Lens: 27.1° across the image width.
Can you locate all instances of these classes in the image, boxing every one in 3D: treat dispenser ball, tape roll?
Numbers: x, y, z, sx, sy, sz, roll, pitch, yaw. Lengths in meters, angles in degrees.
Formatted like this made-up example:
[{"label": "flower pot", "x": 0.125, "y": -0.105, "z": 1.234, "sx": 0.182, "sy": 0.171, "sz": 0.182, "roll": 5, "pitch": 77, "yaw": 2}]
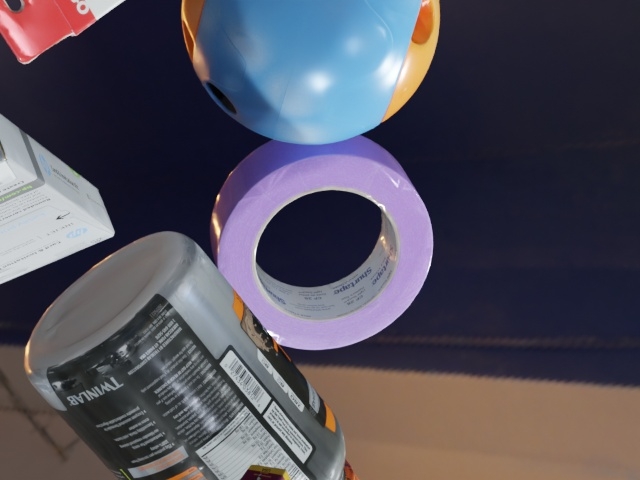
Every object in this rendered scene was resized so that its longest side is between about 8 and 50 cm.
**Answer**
[{"label": "treat dispenser ball", "x": -0.010, "y": -0.251, "z": 1.482, "sx": 0.288, "sy": 0.288, "sz": 0.288, "roll": -22, "pitch": -151, "yaw": 13}, {"label": "tape roll", "x": 0.000, "y": 0.000, "z": 1.692, "sx": 0.274, "sy": 0.275, "sz": 0.090, "roll": -28, "pitch": -151, "yaw": 2}]

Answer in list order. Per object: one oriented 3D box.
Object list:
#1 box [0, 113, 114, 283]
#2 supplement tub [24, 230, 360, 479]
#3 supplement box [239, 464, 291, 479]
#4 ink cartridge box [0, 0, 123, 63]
[{"label": "box", "x": -0.213, "y": -0.009, "z": 0.752, "sx": 0.145, "sy": 0.038, "sz": 0.186, "roll": -23, "pitch": 165, "yaw": 4}, {"label": "supplement tub", "x": -0.115, "y": 0.175, "z": 1.317, "sx": 0.207, "sy": 0.338, "sz": 0.207, "roll": -30, "pitch": -157, "yaw": 15}, {"label": "supplement box", "x": -0.057, "y": 0.247, "z": 1.174, "sx": 0.043, "sy": 0.055, "sz": 0.083, "roll": 2, "pitch": -141, "yaw": 36}, {"label": "ink cartridge box", "x": -0.194, "y": -0.264, "z": 1.089, "sx": 0.231, "sy": 0.134, "sz": 0.078, "roll": -38, "pitch": -148, "yaw": -14}]
